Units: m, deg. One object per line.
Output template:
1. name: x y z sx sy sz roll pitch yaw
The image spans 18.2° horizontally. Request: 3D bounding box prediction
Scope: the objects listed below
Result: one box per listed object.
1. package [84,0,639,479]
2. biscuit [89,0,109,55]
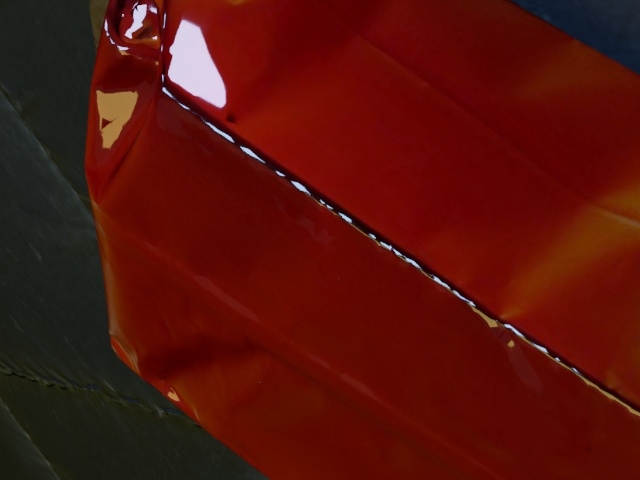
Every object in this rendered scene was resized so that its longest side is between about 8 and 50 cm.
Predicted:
1. package: 0.081 0.040 0.681 0.423 0.123 0.196 34 149 22
2. biscuit: -0.003 0.002 0.907 0.295 0.044 0.186 57 159 -21
